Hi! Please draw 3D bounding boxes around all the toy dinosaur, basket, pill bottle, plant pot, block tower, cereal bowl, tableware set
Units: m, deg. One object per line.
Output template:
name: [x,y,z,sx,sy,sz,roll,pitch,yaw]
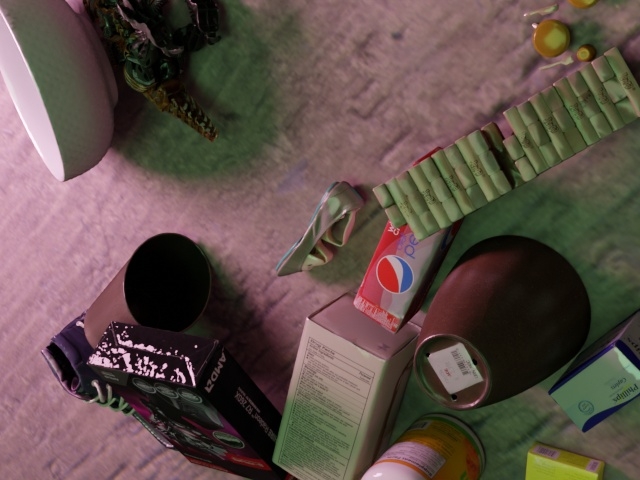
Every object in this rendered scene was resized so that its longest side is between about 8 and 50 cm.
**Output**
toy dinosaur: [-0.256,-0.306,1.483,0.322,0.164,0.218,39,142,-7]
basket: [-0.318,0.119,1.650,0.154,0.204,0.227,34,138,-18]
pill bottle: [0.139,0.374,1.398,0.136,0.246,0.136,13,115,29]
plant pot: [0.224,0.129,1.256,0.215,0.230,0.215,12,114,29]
block tower: [0.238,-0.112,1.172,0.336,0.097,0.090,-30,88,16]
cereal bowl: [-0.433,-0.277,1.543,0.339,0.141,0.339,51,157,33]
tableware set: [0.307,-0.296,1.166,0.104,0.024,0.154,-11,101,33]

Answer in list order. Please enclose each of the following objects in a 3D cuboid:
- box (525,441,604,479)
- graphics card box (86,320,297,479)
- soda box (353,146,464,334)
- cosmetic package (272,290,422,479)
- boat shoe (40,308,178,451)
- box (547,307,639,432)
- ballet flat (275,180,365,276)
box: [0.359,0.399,1.392,0.109,0.042,0.178,12,114,30]
graphics card box: [-0.195,0.282,1.564,0.233,0.094,0.371,7,145,31]
soda box: [0.139,0.002,1.347,0.083,0.092,0.263,32,122,16]
cosmetic package: [0.040,0.251,1.489,0.153,0.129,0.296,28,122,23]
boat shoe: [-0.383,0.287,1.762,0.340,0.158,0.127,48,127,8]
box: [0.386,0.168,1.223,0.072,0.137,0.126,48,127,9]
ballet flat: [0.000,0.000,1.453,0.068,0.072,0.213,40,125,8]
